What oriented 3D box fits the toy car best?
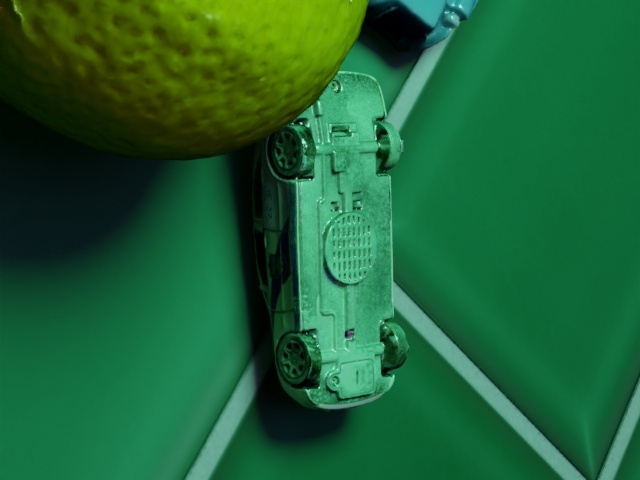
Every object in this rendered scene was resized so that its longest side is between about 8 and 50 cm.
[{"bbox_3d":[0.000,0.000,1.134,0.090,0.076,0.224,-5,95,-43],"label":"toy car"}]

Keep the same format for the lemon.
[{"bbox_3d":[-0.100,-0.168,0.960,0.267,0.267,0.267,7,79,-40],"label":"lemon"}]

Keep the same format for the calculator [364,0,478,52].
[{"bbox_3d":[0.016,-0.259,1.201,0.293,0.051,0.173,37,62,-31],"label":"calculator"}]
